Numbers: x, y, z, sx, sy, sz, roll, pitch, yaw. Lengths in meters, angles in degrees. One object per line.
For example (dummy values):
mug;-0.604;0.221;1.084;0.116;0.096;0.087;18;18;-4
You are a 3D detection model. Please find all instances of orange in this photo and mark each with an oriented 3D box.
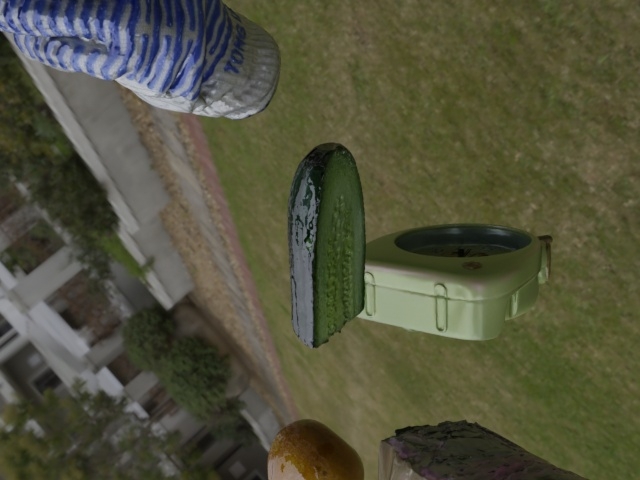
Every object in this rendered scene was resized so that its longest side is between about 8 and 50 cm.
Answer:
orange;-0.012;0.358;1.240;0.159;0.136;0.159;41;169;10

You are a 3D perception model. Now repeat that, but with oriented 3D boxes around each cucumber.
cucumber;0.000;0.000;0.864;0.063;0.115;0.243;20;129;25

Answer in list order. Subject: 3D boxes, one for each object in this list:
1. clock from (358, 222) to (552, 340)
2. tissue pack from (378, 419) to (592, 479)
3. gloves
clock;0.200;0.040;1.102;0.235;0.308;0.096;7;108;40
tissue pack;0.119;0.270;0.522;0.215;0.123;0.256;-173;82;-68
gloves;-0.116;-0.143;0.487;0.229;0.119;0.097;14;151;-41
